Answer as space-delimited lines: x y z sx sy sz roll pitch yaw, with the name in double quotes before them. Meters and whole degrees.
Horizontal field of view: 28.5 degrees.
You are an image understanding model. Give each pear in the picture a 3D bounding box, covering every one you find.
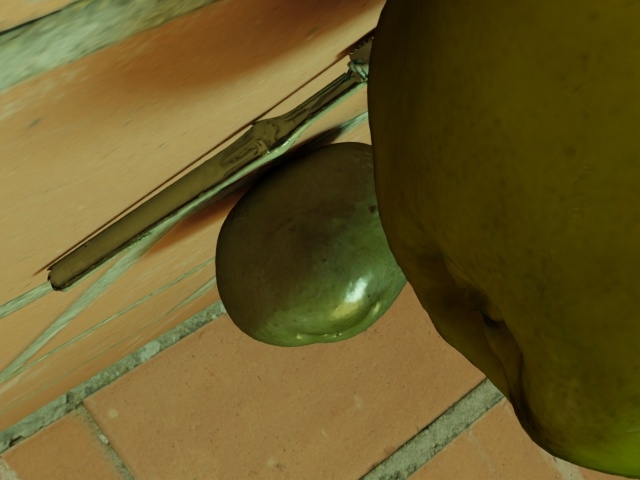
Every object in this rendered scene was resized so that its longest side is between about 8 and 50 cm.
"pear" 0.180 -0.076 0.542 0.375 0.287 0.287 -49 -178 -13

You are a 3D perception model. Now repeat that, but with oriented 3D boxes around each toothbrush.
"toothbrush" -0.057 -0.047 0.775 0.294 0.026 0.028 -34 159 19

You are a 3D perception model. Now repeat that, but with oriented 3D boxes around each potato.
"potato" 0.000 0.000 1.069 0.178 0.160 0.235 -9 -165 6
